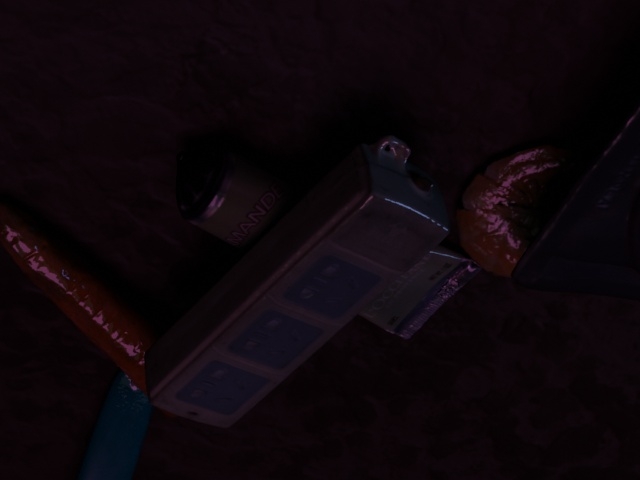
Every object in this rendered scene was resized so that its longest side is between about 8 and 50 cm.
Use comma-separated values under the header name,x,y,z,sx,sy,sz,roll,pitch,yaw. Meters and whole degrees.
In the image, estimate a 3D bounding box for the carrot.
name,x,y,z,sx,sy,sz,roll,pitch,yaw
carrot,-0.160,0.044,0.979,0.057,0.057,0.224,-28,124,22

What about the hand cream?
name,x,y,z,sx,sy,sz,roll,pitch,yaw
hand cream,0.000,0.000,0.943,0.235,0.055,0.086,28,122,-28

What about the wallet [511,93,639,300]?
name,x,y,z,sx,sy,sz,roll,pitch,yaw
wallet,0.312,-0.034,0.897,0.323,0.041,0.247,7,135,-26

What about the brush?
name,x,y,z,sx,sy,sz,roll,pitch,yaw
brush,-0.168,0.169,1.110,0.043,0.032,0.193,16,118,-10

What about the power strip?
name,x,y,z,sx,sy,sz,roll,pitch,yaw
power strip,-0.023,0.038,0.908,0.078,0.052,0.272,24,126,-34

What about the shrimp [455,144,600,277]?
name,x,y,z,sx,sy,sz,roll,pitch,yaw
shrimp,0.176,-0.032,0.930,0.180,0.041,0.099,-22,115,20
